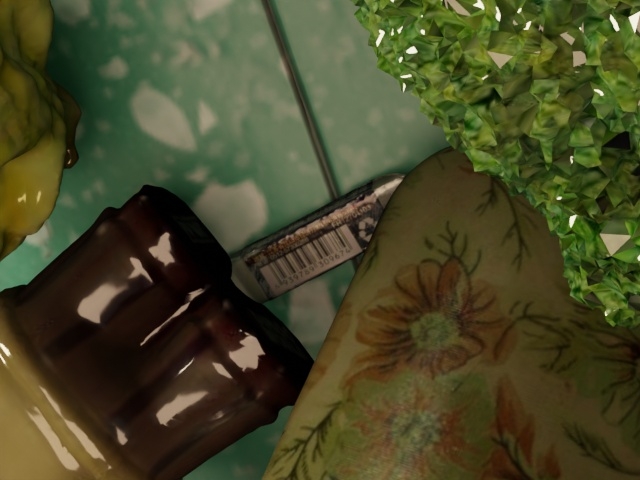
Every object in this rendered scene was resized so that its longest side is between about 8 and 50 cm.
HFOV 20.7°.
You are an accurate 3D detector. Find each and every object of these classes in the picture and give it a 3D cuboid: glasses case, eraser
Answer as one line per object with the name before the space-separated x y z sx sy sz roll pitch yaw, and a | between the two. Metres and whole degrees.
glasses case | 0.036 0.149 0.646 0.156 0.098 0.425 21 65 7
eraser | 0.000 0.000 0.770 0.099 0.019 0.027 -28 108 14

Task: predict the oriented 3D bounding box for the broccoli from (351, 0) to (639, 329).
broccoli | 0.165 -0.133 0.553 0.321 0.310 0.413 -43 107 -8

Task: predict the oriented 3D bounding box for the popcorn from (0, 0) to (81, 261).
popcorn | -0.196 -0.060 0.703 0.187 0.167 0.185 -35 71 27

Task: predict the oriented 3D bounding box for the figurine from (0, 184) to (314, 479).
figurine | -0.177 0.129 0.773 0.365 0.206 0.218 -39 93 -5
